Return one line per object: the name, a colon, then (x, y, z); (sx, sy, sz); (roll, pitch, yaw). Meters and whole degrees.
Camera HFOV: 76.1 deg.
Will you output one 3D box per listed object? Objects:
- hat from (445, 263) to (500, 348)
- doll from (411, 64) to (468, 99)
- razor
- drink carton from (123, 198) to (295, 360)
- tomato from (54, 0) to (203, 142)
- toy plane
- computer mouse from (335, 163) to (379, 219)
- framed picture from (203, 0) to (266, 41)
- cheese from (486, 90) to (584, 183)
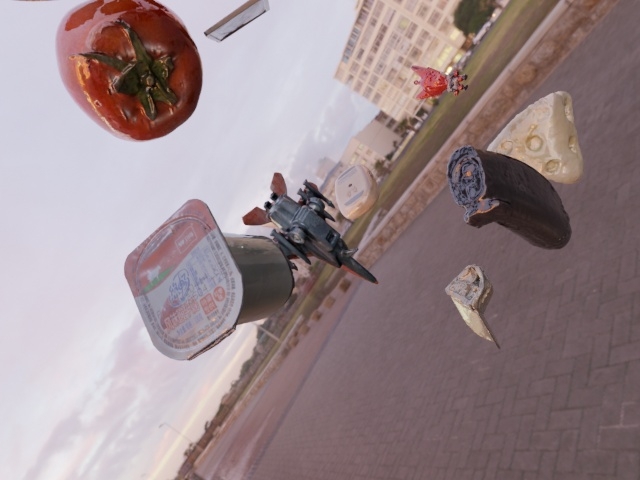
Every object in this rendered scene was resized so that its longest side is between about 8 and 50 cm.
hat: (0.521, 0.206, 1.314); (0.149, 0.244, 0.214); (-45, 9, 1)
doll: (0.352, -0.471, 1.222); (0.057, 0.169, 0.109); (-44, -46, -24)
razor: (0.420, -0.092, 0.888); (0.107, 0.326, 0.189); (-37, 49, 45)
drink carton: (-0.154, 0.068, 0.634); (0.185, 0.191, 0.189); (-36, -17, 16)
tomato: (-0.471, -0.421, 1.006); (0.341, 0.272, 0.342); (-30, -41, -31)
toy plane: (0.002, -0.003, 0.873); (0.223, 0.326, 0.104); (-60, 6, -29)
computer mouse: (0.120, -0.158, 1.340); (0.145, 0.082, 0.237); (-38, 33, 19)
framed picture: (-0.227, -0.619, 1.146); (0.192, 0.018, 0.265); (-30, 23, 8)
cheese: (0.609, -0.255, 1.176); (0.173, 0.251, 0.247); (-22, -1, -37)
